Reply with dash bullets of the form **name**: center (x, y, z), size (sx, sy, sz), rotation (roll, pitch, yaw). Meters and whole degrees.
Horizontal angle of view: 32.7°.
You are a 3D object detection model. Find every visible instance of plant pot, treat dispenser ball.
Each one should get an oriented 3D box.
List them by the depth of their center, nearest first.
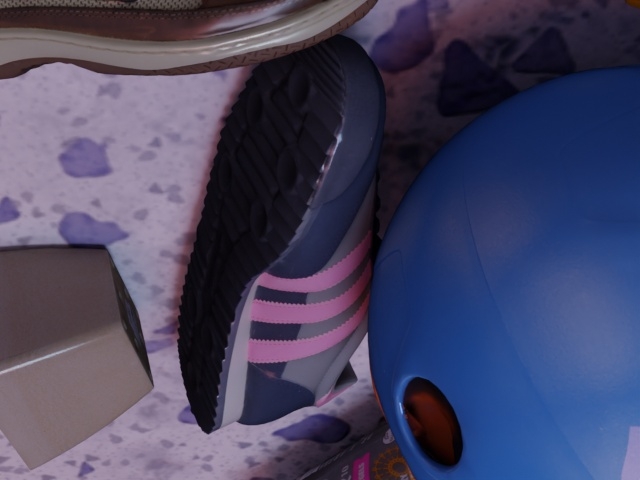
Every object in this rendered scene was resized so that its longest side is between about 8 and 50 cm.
- **treat dispenser ball**: center (0.169, 0.049, 0.592), size (0.288, 0.288, 0.288), rotation (-3, 137, -2)
- **plant pot**: center (-0.170, 0.066, 0.722), size (0.096, 0.109, 0.109), rotation (-19, 137, -3)

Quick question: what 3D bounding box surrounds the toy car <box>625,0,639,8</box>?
- **toy car**: center (0.222, -0.152, 0.581), size (0.122, 0.060, 0.040), rotation (3, -176, 15)

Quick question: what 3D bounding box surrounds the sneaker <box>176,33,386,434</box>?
- **sneaker**: center (0.000, 0.000, 0.678), size (0.131, 0.112, 0.319), rotation (-5, 143, -25)

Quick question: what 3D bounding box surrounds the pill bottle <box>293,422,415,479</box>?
- **pill bottle**: center (0.051, 0.245, 0.889), size (0.162, 0.162, 0.278), rotation (30, 127, -32)

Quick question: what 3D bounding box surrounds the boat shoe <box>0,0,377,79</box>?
- **boat shoe**: center (-0.100, -0.135, 0.515), size (0.257, 0.095, 0.095), rotation (-7, 131, 3)
